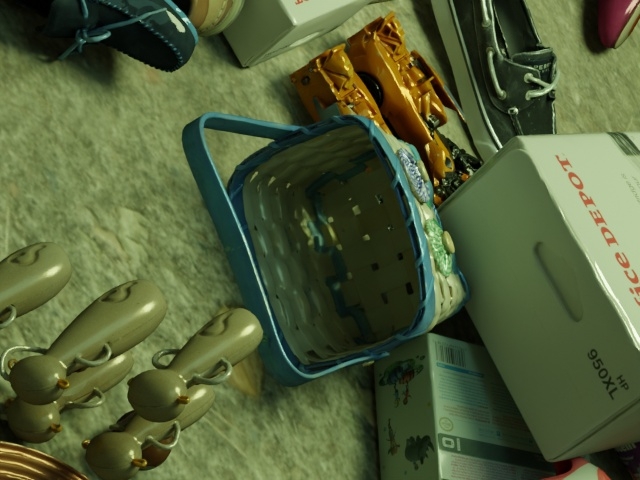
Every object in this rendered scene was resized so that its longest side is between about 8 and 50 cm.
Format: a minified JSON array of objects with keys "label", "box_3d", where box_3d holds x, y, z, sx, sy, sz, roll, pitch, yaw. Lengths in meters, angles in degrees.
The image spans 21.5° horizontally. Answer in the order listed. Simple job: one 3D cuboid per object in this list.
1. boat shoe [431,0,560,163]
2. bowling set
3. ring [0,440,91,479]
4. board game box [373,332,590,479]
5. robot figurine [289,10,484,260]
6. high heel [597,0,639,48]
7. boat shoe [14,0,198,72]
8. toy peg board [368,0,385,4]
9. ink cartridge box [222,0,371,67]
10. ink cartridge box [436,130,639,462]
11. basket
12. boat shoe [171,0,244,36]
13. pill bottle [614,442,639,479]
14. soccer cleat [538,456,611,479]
[{"label":"boat shoe","box_3d":[0.224,-0.189,1.930,0.108,0.102,0.301,-17,88,-46]},{"label":"bowling set","box_3d":[-0.177,0.137,1.372,0.154,0.287,0.200,-37,129,-39]},{"label":"ring","box_3d":[-0.255,0.319,1.305,0.336,0.032,0.336,20,57,-34]},{"label":"board game box","box_3d":[0.169,0.265,1.664,0.224,0.097,0.303,16,58,-36]},{"label":"robot figurine","box_3d":[0.099,-0.089,1.791,0.291,0.085,0.211,56,45,-4]},{"label":"high heel","box_3d":[0.372,-0.414,2.220,0.181,0.127,0.377,21,55,3]},{"label":"boat shoe","box_3d":[-0.241,-0.219,1.563,0.258,0.109,0.089,27,58,-8]},{"label":"toy peg board","box_3d":[0.057,-0.356,1.897,0.161,0.079,0.161,-18,81,-45]},{"label":"ink cartridge box","box_3d":[-0.061,-0.322,1.758,0.172,0.100,0.237,-30,90,-45]},{"label":"ink cartridge box","box_3d":[0.335,0.044,1.731,0.395,0.166,0.285,-4,59,-45]},{"label":"basket","box_3d":[0.000,0.000,1.573,0.289,0.201,0.254,-8,75,-54]},{"label":"boat shoe","box_3d":[-0.185,-0.342,1.624,0.324,0.123,0.116,56,20,-3]},{"label":"pill bottle","box_3d":[0.351,0.173,1.864,0.108,0.108,0.193,-35,93,-46]},{"label":"soccer cleat","box_3d":[0.195,0.279,1.567,0.095,0.083,0.248,45,44,15]}]
